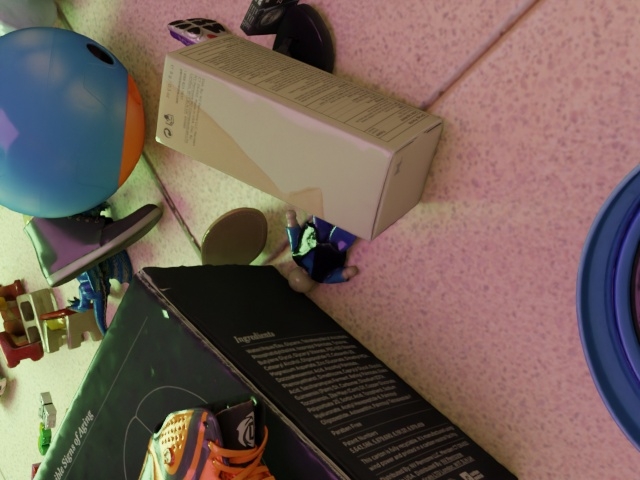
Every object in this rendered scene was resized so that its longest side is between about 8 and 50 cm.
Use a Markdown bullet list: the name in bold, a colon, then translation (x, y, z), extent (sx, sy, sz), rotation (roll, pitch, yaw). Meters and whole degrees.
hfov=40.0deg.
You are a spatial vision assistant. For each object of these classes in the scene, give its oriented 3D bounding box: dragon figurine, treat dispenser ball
- **dragon figurine**: translation (-0.385, 0.056, 1.520), extent (0.144, 0.085, 0.289), rotation (-32, 79, 43)
- **treat dispenser ball**: translation (-0.413, -0.178, 1.338), extent (0.288, 0.288, 0.288), rotation (14, 111, 39)

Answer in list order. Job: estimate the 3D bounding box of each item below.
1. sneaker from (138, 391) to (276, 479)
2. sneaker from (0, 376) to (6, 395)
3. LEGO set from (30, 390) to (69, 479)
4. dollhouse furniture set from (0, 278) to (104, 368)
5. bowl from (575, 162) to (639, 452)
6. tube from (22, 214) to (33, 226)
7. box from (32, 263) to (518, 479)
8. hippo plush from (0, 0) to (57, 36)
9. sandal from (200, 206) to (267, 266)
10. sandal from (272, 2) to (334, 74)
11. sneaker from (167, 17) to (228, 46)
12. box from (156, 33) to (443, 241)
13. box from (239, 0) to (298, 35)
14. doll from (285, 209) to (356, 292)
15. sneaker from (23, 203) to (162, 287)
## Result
- **sneaker**: translation (-0.068, 0.257, 0.872), extent (0.321, 0.125, 0.180), rotation (14, 98, 33)
- **sneaker**: translation (-0.789, 0.228, 1.944), extent (0.131, 0.112, 0.319), rotation (-41, 76, 24)
- **LEGO set**: translation (-0.507, 0.410, 1.731), extent (0.093, 0.087, 0.227), rotation (43, 129, 44)
- **dollhouse furniture set**: translation (-0.606, 0.158, 1.672), extent (0.374, 0.201, 0.152), rotation (-13, 93, 44)
- **bowl**: translation (0.428, 0.075, 0.792), extent (0.391, 0.077, 0.390), rotation (14, 112, 40)
- **tube**: translation (-0.547, -0.145, 1.631), extent (0.062, 0.070, 0.240), rotation (111, 144, -83)
- **box**: translation (-0.098, 0.356, 1.138), extent (0.472, 0.297, 0.479), rotation (39, 110, 26)
- **hippo plush**: translation (-0.511, -0.439, 1.389), extent (0.236, 0.234, 0.294), rotation (-45, 72, 40)
- **sandal**: translation (-0.134, 0.008, 1.287), extent (0.240, 0.088, 0.079), rotation (110, 162, -46)
- **sandal**: translation (-0.052, -0.188, 1.167), extent (0.097, 0.055, 0.254), rotation (40, 126, 27)
- **sneaker**: translation (-0.156, -0.260, 1.235), extent (0.170, 0.068, 0.071), rotation (37, 130, 28)
- **box**: translation (-0.029, -0.132, 1.057), extent (0.311, 0.148, 0.121), rotation (27, 123, 21)
- **box**: translation (-0.060, -0.303, 1.132), extent (0.018, 0.067, 0.083), rotation (49, 129, 20)
- **doll**: translation (0.000, 0.000, 1.180), extent (0.129, 0.046, 0.189), rotation (40, 132, 16)
- **sneaker**: translation (-0.373, -0.026, 1.422), extent (0.222, 0.083, 0.118), rotation (-30, 87, 4)
